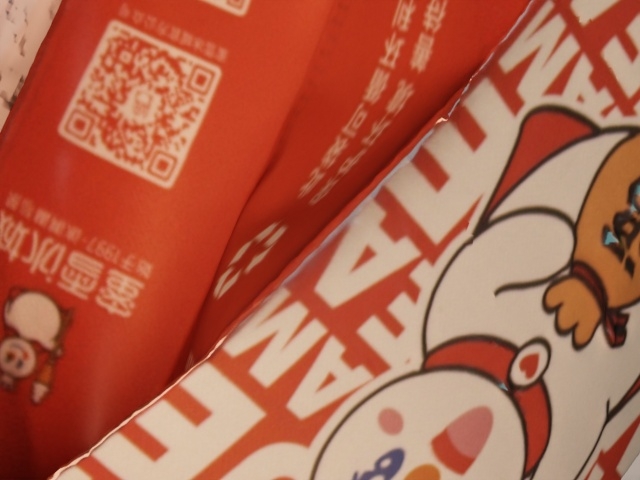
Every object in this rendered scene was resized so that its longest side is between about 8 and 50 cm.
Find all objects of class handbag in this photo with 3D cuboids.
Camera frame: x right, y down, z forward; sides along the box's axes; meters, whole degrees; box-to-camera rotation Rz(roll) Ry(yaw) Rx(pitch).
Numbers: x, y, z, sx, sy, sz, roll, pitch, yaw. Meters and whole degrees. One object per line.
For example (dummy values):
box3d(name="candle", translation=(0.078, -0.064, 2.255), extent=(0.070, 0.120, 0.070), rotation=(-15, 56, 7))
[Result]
box3d(name="handbag", translation=(0.000, 0.000, 0.471), extent=(0.298, 0.151, 0.171), rotation=(-52, 141, -9))
